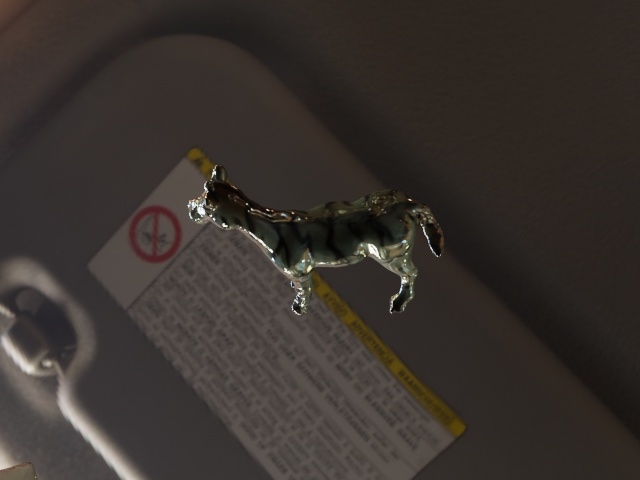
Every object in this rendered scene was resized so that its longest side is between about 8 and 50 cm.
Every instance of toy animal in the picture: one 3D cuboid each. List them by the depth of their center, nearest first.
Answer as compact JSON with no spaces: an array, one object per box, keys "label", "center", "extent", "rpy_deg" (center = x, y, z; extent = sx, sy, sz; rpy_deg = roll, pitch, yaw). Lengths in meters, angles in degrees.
[{"label":"toy animal","center":[-0.007,0.010,1.027],"extent":[0.170,0.255,0.090],"rpy_deg":[111,-24,-51]}]

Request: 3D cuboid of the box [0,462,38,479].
[{"label":"box","center":[-0.514,0.516,1.402],"extent":[0.122,0.385,0.344],"rpy_deg":[-22,-100,19]}]
